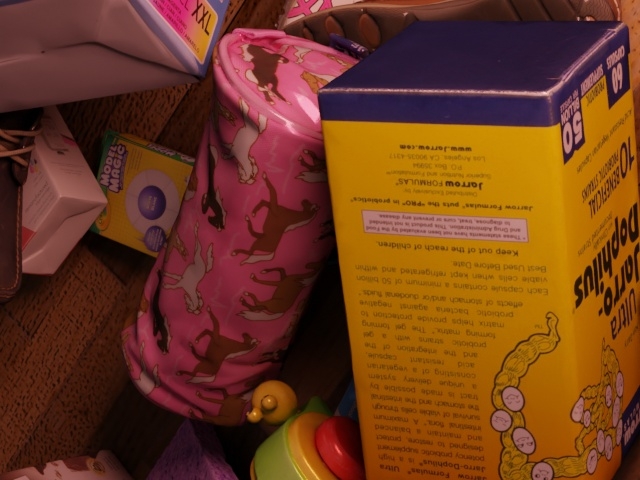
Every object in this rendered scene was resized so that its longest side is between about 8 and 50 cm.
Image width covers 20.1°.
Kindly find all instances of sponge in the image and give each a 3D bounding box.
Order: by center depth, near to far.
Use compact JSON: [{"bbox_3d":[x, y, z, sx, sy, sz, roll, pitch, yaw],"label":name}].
[{"bbox_3d":[-0.111,0.282,1.740,0.117,0.031,0.210,-57,41,24],"label":"sponge"}]

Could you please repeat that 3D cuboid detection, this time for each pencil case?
[{"bbox_3d":[-0.067,-0.006,1.611,0.160,0.167,0.386,20,128,-2],"label":"pencil case"}]

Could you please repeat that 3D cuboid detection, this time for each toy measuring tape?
[{"bbox_3d":[0.031,0.259,1.568,0.121,0.121,0.330,-44,71,25],"label":"toy measuring tape"}]

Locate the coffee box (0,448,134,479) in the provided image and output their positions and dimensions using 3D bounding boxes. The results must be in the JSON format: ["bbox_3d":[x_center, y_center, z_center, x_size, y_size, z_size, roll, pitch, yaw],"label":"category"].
[{"bbox_3d":[-0.309,0.317,1.760,0.119,0.297,0.168,49,114,19],"label":"coffee box"}]

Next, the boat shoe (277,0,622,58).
[{"bbox_3d":[0.114,-0.173,1.586,0.324,0.120,0.123,-4,113,27],"label":"boat shoe"}]

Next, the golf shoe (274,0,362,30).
[{"bbox_3d":[0.018,-0.218,1.669,0.086,0.067,0.186,33,109,24],"label":"golf shoe"}]

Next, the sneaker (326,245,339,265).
[{"bbox_3d":[0.000,0.000,1.696,0.144,0.059,0.053,-10,90,32],"label":"sneaker"}]

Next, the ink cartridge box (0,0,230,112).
[{"bbox_3d":[-0.199,-0.324,1.678,0.270,0.151,0.395,-6,52,31],"label":"ink cartridge box"}]

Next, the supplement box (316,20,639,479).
[{"bbox_3d":[0.143,0.018,1.466,0.195,0.194,0.357,4,114,26],"label":"supplement box"}]

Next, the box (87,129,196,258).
[{"bbox_3d":[-0.164,-0.041,1.803,0.179,0.043,0.105,21,104,31],"label":"box"}]

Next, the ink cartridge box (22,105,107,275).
[{"bbox_3d":[-0.308,-0.075,1.849,0.115,0.067,0.198,-50,55,28],"label":"ink cartridge box"}]

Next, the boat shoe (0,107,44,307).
[{"bbox_3d":[-0.346,-0.110,1.753,0.130,0.132,0.355,-23,75,33],"label":"boat shoe"}]

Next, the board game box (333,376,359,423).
[{"bbox_3d":[0.063,0.326,1.664,0.233,0.078,0.347,34,109,25],"label":"board game box"}]
